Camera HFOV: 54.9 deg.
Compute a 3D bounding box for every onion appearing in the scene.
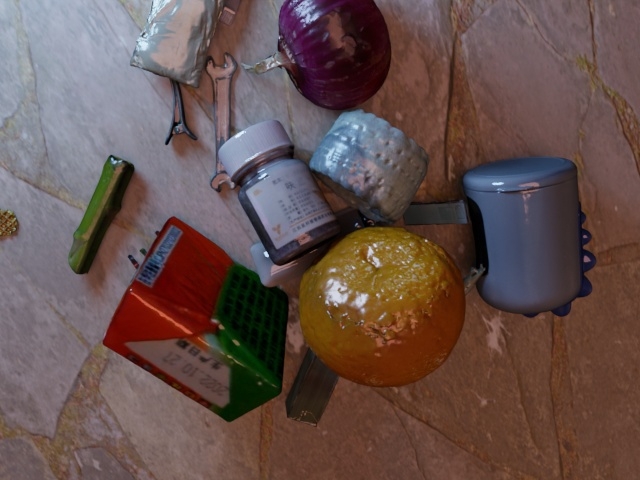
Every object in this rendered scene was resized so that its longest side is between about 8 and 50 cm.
[{"bbox_3d":[0.029,-0.391,1.234,0.256,0.230,0.272,37,90,-13],"label":"onion"}]

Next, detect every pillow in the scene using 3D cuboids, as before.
[{"bbox_3d":[-0.284,-0.440,1.252,0.148,0.050,0.229,18,102,-16],"label":"pillow"}]

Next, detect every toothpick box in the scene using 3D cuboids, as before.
[{"bbox_3d":[0.463,0.007,1.358,0.263,0.263,0.354,-10,105,-3],"label":"toothpick box"}]

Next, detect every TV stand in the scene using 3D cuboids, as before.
[{"bbox_3d":[0.003,0.297,1.459,0.083,0.088,0.269,22,100,-11],"label":"TV stand"}]

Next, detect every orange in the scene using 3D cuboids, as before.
[{"bbox_3d":[0.127,0.141,1.267,0.341,0.340,0.293,-13,136,-3],"label":"orange"}]

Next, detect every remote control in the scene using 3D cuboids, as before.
[{"bbox_3d":[0.000,0.000,1.385,0.313,0.055,0.109,-22,70,-1],"label":"remote control"}]

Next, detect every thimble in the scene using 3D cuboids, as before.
[{"bbox_3d":[0.110,-0.154,1.300,0.250,0.205,0.171,36,86,-30],"label":"thimble"}]

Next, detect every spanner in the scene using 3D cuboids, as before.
[{"bbox_3d":[-0.213,-0.255,1.346,0.071,0.017,0.301,-3,103,-9],"label":"spanner"}]

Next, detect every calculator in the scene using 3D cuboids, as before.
[{"bbox_3d":[0.255,-0.062,1.377,0.018,0.172,0.057,-26,107,-43],"label":"calculator"}]

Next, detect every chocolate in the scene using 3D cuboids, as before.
[{"bbox_3d":[-0.239,0.156,1.269,0.341,0.360,0.161,37,109,-15],"label":"chocolate"}]

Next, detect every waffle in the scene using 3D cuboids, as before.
[{"bbox_3d":[-0.707,-0.045,1.346,0.085,0.016,0.078,15,105,-8],"label":"waffle"}]

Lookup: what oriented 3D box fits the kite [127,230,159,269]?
[{"bbox_3d":[-0.323,0.113,1.424,0.152,0.015,0.285,-35,107,0],"label":"kite"}]

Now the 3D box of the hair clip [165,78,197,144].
[{"bbox_3d":[-0.319,-0.323,1.314,0.070,0.039,0.229,-10,99,-4],"label":"hair clip"}]

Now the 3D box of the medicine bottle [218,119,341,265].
[{"bbox_3d":[-0.086,-0.098,1.286,0.165,0.165,0.273,-28,86,1],"label":"medicine bottle"}]

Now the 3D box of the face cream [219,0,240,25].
[{"bbox_3d":[-0.190,-0.675,1.218,0.235,0.137,0.420,27,110,-13],"label":"face cream"}]

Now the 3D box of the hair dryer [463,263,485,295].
[{"bbox_3d":[0.275,0.099,1.397,0.206,0.075,0.237,38,137,-9],"label":"hair dryer"}]

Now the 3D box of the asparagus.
[{"bbox_3d":[-0.484,-0.055,1.346,0.067,0.060,0.277,24,100,-30],"label":"asparagus"}]
